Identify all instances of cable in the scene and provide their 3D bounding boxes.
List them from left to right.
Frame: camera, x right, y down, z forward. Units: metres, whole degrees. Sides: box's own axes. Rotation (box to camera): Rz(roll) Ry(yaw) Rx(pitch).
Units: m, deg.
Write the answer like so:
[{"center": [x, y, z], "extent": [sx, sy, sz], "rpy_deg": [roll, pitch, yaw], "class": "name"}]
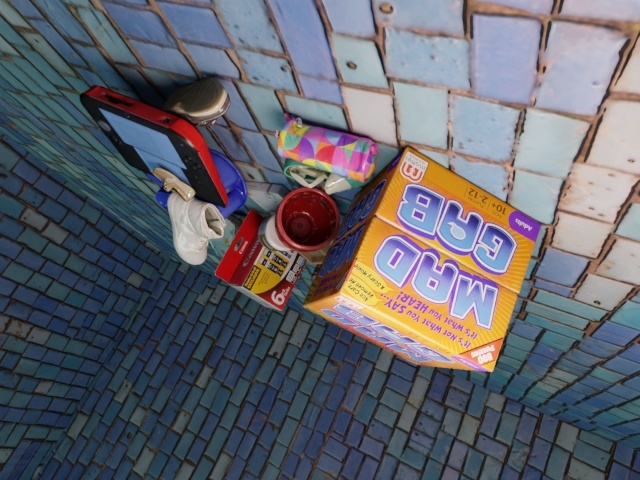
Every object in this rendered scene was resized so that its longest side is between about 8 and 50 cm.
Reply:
[{"center": [-0.403, -0.108, 1.909], "extent": [0.287, 0.072, 0.139], "rpy_deg": [45, 164, 0], "class": "cable"}]

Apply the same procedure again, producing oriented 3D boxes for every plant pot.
[{"center": [-0.051, -0.052, 1.465], "extent": [0.191, 0.191, 0.174], "rpy_deg": [28, 165, -7], "class": "plant pot"}]

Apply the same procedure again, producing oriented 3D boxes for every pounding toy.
[{"center": [-0.002, -0.006, 1.707], "extent": [0.206, 0.094, 0.181], "rpy_deg": [-8, 138, 46], "class": "pounding toy"}]

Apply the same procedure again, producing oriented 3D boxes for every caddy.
[{"center": [-0.405, -0.195, 1.588], "extent": [0.341, 0.179, 0.241], "rpy_deg": [20, 139, 22], "class": "caddy"}]

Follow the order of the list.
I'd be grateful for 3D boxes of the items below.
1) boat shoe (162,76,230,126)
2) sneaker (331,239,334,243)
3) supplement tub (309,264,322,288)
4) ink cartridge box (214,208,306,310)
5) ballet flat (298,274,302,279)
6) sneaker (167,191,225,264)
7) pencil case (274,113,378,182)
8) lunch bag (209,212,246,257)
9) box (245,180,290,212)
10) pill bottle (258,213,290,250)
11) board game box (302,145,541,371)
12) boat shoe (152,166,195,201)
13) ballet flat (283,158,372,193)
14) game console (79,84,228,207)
[{"center": [-0.291, -0.328, 1.171], "extent": [0.285, 0.102, 0.092], "rpy_deg": [12, 163, 48], "class": "boat shoe"}, {"center": [0.151, -0.004, 1.527], "extent": [0.232, 0.090, 0.115], "rpy_deg": [14, -169, 4], "class": "sneaker"}, {"center": [0.038, 0.117, 1.819], "extent": [0.117, 0.190, 0.117], "rpy_deg": [24, 162, 8], "class": "supplement tub"}, {"center": [-0.210, 0.070, 1.837], "extent": [0.272, 0.309, 0.130], "rpy_deg": [36, 160, -30], "class": "ink cartridge box"}, {"center": [-0.182, 0.158, 2.494], "extent": [0.084, 0.058, 0.250], "rpy_deg": [-5, -169, -38], "class": "ballet flat"}, {"center": [-0.382, -0.012, 1.524], "extent": [0.169, 0.108, 0.292], "rpy_deg": [21, 138, 25], "class": "sneaker"}, {"center": [0.013, -0.209, 1.079], "extent": [0.236, 0.104, 0.104], "rpy_deg": [21, 162, 16], "class": "pencil case"}, {"center": [-0.394, -0.030, 2.079], "extent": [0.223, 0.160, 0.262], "rpy_deg": [19, 145, 34], "class": "lunch bag"}, {"center": [-0.159, -0.141, 1.615], "extent": [0.186, 0.038, 0.145], "rpy_deg": [9, 156, 41], "class": "box"}, {"center": [-0.148, -0.027, 1.660], "extent": [0.131, 0.131, 0.229], "rpy_deg": [31, 170, -14], "class": "pill bottle"}, {"center": [0.221, 0.067, 1.142], "extent": [0.356, 0.356, 0.356], "rpy_deg": [28, 162, -7], "class": "board game box"}, {"center": [-0.428, -0.160, 1.370], "extent": [0.135, 0.045, 0.050], "rpy_deg": [33, 160, -8], "class": "boat shoe"}, {"center": [0.011, -0.164, 1.224], "extent": [0.247, 0.087, 0.083], "rpy_deg": [18, 161, 23], "class": "ballet flat"}, {"center": [-0.453, -0.249, 1.319], "extent": [0.387, 0.060, 0.342], "rpy_deg": [24, 154, 17], "class": "game console"}]
